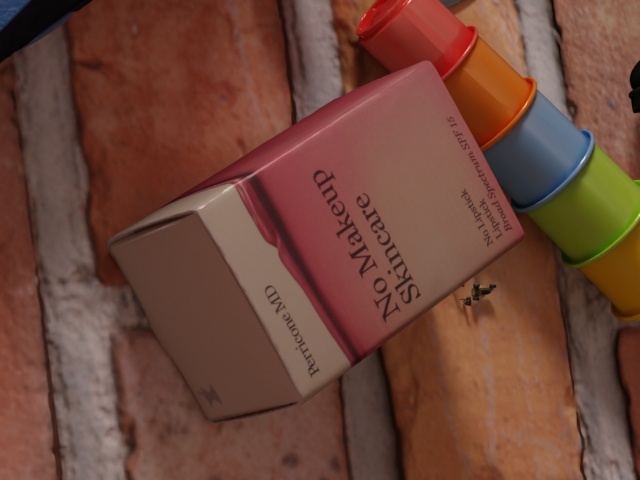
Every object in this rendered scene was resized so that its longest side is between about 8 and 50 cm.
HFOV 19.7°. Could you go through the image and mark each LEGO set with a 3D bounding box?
[{"bbox_3d":[0.104,0.008,1.392,0.054,0.023,0.083,-9,97,-33],"label":"LEGO set"}]

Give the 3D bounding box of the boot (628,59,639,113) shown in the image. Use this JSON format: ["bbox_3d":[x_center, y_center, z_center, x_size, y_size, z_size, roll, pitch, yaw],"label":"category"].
[{"bbox_3d":[0.319,-0.225,1.539,0.246,0.094,0.207,-19,94,-42],"label":"boot"}]

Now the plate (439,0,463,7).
[{"bbox_3d":[0.074,-0.273,1.431,0.188,0.024,0.188,9,73,-32],"label":"plate"}]

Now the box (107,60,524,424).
[{"bbox_3d":[0.000,0.000,1.256,0.232,0.127,0.148,-35,100,-35],"label":"box"}]

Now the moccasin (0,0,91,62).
[{"bbox_3d":[-0.187,-0.208,1.191,0.342,0.117,0.137,-40,90,-29],"label":"moccasin"}]

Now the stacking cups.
[{"bbox_3d":[0.156,-0.074,1.411,0.316,0.096,0.096,43,59,-13],"label":"stacking cups"}]
